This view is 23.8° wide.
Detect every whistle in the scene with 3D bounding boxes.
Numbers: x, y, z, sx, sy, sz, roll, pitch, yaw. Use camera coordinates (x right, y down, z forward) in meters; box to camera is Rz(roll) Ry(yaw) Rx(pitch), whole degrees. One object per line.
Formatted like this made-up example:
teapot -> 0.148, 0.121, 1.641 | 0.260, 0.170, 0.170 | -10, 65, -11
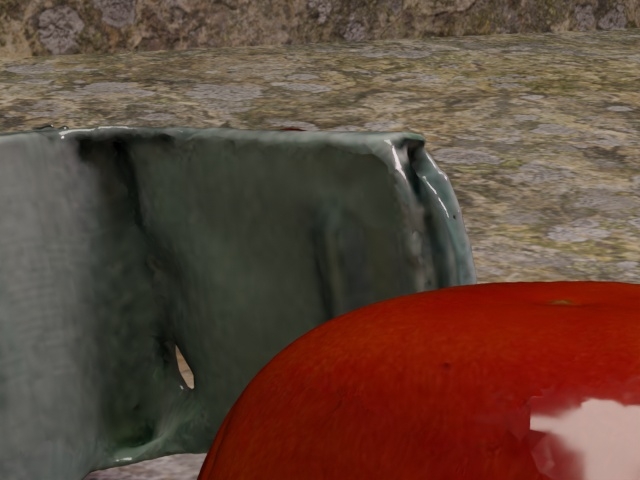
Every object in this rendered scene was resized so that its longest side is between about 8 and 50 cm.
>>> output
whistle -> -0.125, 0.031, 0.718 | 0.404, 0.168, 0.188 | -5, 6, 9

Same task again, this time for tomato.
tomato -> 0.081, 0.106, 0.503 | 0.259, 0.180, 0.260 | 1, 12, 0

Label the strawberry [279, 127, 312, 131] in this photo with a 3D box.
strawberry -> 0.005, 0.000, 0.969 | 0.131, 0.148, 0.131 | 2, 13, 0
